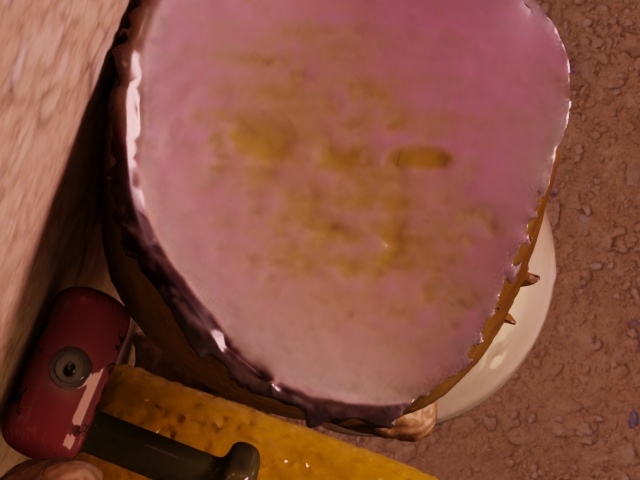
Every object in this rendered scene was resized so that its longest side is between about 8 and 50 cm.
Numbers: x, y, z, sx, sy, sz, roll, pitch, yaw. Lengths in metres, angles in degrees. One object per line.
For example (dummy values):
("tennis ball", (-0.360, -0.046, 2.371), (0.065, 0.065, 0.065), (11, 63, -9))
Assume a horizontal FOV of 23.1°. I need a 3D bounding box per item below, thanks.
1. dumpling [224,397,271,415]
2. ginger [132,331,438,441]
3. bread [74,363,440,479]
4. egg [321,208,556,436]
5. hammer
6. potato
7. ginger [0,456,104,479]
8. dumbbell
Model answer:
("dumpling", (-0.115, 0.190, 1.330), (0.199, 0.118, 0.136), (-41, -174, -15))
("ginger", (-0.017, 0.077, 1.020), (0.334, 0.148, 0.081), (-12, -138, 42))
("bread", (-0.039, 0.277, 0.940), (0.143, 0.333, 0.323), (96, 15, -67))
("egg", (0.041, 0.011, 1.279), (0.345, 0.283, 0.283), (-143, -107, -78))
("hammer", (-0.117, 0.062, 0.723), (0.043, 0.043, 0.083), (105, 6, -74))
("potato", (-0.002, -0.005, 0.772), (0.266, 0.229, 0.229), (117, -6, -76))
("ginger", (-0.151, 0.184, 0.633), (0.137, 0.074, 0.213), (109, 8, -45))
("dumbbell", (-0.092, 0.117, 0.849), (0.052, 0.118, 0.046), (-71, -176, -56))
